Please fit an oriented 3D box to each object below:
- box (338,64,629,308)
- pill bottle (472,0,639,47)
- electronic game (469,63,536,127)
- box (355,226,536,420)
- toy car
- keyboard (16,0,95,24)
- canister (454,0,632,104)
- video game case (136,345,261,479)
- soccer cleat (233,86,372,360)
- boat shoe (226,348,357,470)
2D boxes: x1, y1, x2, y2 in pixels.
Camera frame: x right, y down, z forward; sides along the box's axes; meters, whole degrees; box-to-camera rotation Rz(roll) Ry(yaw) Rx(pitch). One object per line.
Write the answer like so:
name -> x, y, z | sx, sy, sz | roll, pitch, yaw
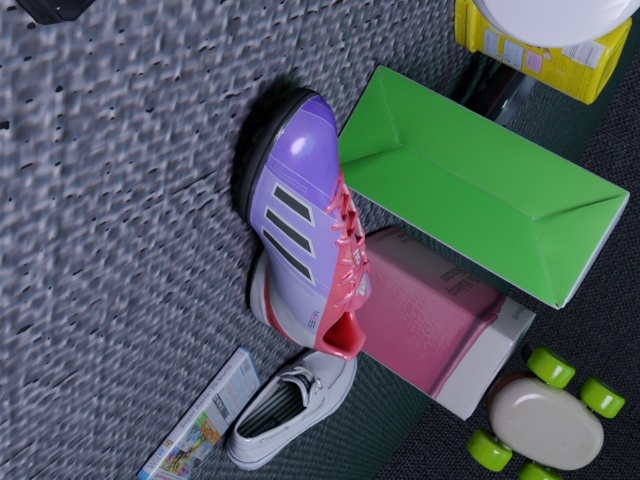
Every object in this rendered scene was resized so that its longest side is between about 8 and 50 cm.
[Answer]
box -> 0.167, -0.046, 0.823 | 0.126, 0.262, 0.231 | -61, 161, 8
pill bottle -> 0.197, -0.246, 0.648 | 0.272, 0.152, 0.152 | -61, 173, -58
electronic game -> 0.225, -0.185, 1.027 | 0.229, 0.048, 0.229 | -56, -179, 1
box -> 0.139, 0.099, 1.034 | 0.149, 0.232, 0.126 | -21, 140, -63
toy car -> 0.263, 0.201, 1.008 | 0.155, 0.149, 0.188 | -57, -169, 11
keyboard -> -0.088, -0.220, 0.235 | 0.201, 0.033, 0.317 | -48, 162, -9
canister -> 0.236, -0.227, 0.855 | 0.073, 0.170, 0.126 | -55, 162, -10
video game case -> -0.126, 0.200, 0.857 | 0.166, 0.015, 0.119 | -51, 162, -20
soccer cleat -> 0.000, 0.000, 0.690 | 0.108, 0.116, 0.318 | -48, 160, -29
boat shoe -> -0.026, 0.198, 1.005 | 0.226, 0.083, 0.075 | -44, 159, -35
